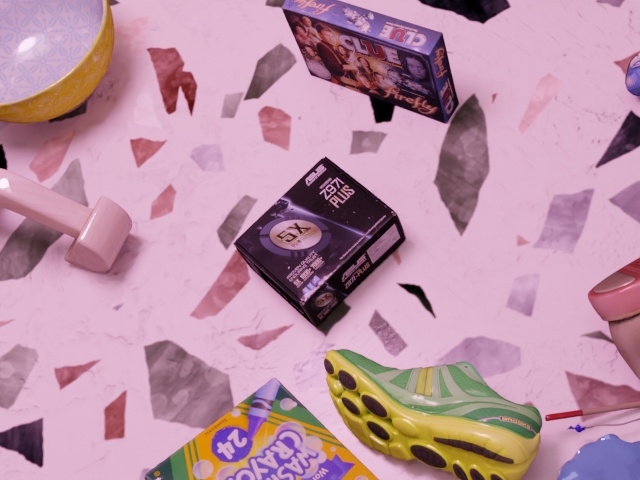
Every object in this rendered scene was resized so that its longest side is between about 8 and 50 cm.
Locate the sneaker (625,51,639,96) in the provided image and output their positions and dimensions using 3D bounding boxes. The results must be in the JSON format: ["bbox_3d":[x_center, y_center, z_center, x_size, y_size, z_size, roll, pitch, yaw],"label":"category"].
[{"bbox_3d":[0.519,-0.158,1.282,0.330,0.129,0.147,30,109,48],"label":"sneaker"}]

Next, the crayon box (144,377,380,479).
[{"bbox_3d":[-0.026,0.335,1.179,0.203,0.083,0.323,-35,58,-24],"label":"crayon box"}]

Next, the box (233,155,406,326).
[{"bbox_3d":[0.000,0.000,1.385,0.180,0.077,0.147,-43,59,-9],"label":"box"}]

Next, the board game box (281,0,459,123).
[{"bbox_3d":[0.073,-0.266,1.458,0.243,0.165,0.042,24,71,26],"label":"board game box"}]

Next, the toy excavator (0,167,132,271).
[{"bbox_3d":[-0.549,-0.087,1.487,0.445,0.433,0.222,0,58,48],"label":"toy excavator"}]

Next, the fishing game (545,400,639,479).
[{"bbox_3d":[0.354,0.302,1.135,0.189,0.041,0.264,-9,52,-3],"label":"fishing game"}]

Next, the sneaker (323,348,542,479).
[{"bbox_3d":[0.132,0.204,1.238,0.295,0.109,0.123,20,38,31],"label":"sneaker"}]

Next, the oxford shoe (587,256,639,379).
[{"bbox_3d":[0.516,0.042,1.208,0.396,0.140,0.147,-25,91,-5],"label":"oxford shoe"}]

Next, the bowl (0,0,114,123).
[{"bbox_3d":[-0.445,-0.289,1.625,0.289,0.156,0.290,-7,60,13],"label":"bowl"}]
